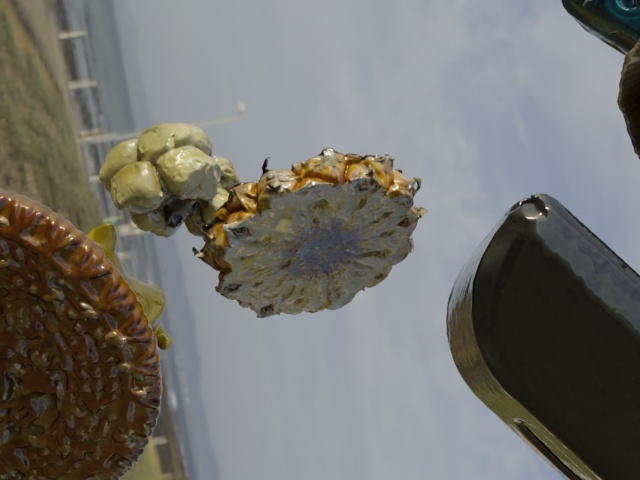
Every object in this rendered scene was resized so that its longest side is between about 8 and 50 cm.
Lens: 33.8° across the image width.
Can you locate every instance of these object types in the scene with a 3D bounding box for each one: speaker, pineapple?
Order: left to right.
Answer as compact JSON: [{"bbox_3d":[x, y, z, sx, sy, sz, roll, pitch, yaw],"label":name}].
[{"bbox_3d":[0.000,0.000,0.922,0.221,0.221,0.047,92,-16,-53],"label":"pineapple"},{"bbox_3d":[0.230,0.168,0.797,0.388,0.184,0.180,44,-14,8],"label":"speaker"}]

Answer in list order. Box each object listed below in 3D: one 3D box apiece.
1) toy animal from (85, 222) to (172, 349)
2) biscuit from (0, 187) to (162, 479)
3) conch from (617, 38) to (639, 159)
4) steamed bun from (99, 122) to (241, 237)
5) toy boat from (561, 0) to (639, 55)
[{"bbox_3d":[-0.318,0.087,1.576,0.230,0.156,0.156,56,3,-27],"label":"toy animal"},{"bbox_3d":[-0.269,0.094,0.834,0.038,0.305,0.305,-65,153,-61],"label":"biscuit"},{"bbox_3d":[0.466,-0.140,1.178,0.291,0.159,0.210,62,-11,-18],"label":"conch"},{"bbox_3d":[-0.217,-0.069,1.487,0.177,0.192,0.106,64,22,-52],"label":"steamed bun"},{"bbox_3d":[0.452,-0.280,1.351,0.134,0.298,0.092,-61,165,18],"label":"toy boat"}]
